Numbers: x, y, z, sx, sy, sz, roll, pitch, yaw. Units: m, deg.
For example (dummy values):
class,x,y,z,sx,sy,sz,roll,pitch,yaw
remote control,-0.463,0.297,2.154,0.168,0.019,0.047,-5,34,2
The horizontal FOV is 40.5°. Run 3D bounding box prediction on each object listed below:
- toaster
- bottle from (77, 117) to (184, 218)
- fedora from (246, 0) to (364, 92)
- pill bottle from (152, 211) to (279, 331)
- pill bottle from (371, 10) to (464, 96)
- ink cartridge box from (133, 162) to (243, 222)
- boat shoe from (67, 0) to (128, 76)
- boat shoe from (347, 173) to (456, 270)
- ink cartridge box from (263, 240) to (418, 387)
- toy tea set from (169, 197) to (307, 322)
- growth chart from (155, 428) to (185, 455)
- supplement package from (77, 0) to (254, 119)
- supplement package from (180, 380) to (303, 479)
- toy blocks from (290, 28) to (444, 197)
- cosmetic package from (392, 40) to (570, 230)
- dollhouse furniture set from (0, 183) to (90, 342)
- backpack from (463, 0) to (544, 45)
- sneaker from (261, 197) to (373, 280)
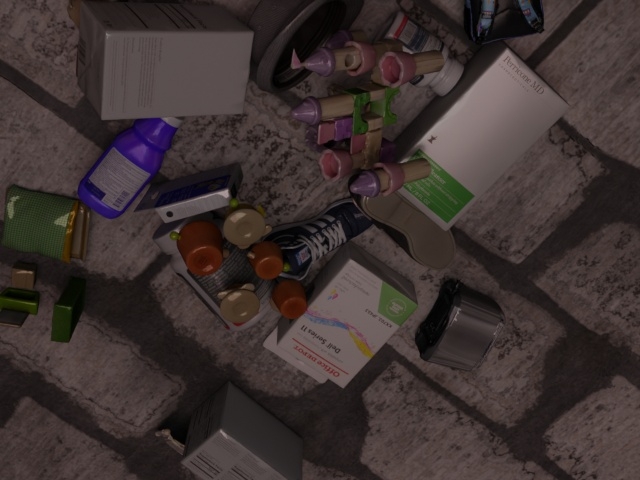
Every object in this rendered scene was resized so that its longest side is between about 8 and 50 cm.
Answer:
class,x,y,z,sx,sy,sz,roll,pitch,yaw
toaster,0.333,0.200,2.040,0.147,0.129,0.226,21,110,-14
bottle,-0.405,-0.178,1.877,0.118,0.092,0.283,37,108,-16
fedora,-0.054,-0.430,1.729,0.124,0.244,0.275,45,113,13
pill bottle,-0.232,0.055,1.946,0.161,0.161,0.283,-34,110,13
pill bottle,0.201,-0.380,1.788,0.180,0.108,0.108,33,109,-14
ink cartridge box,-0.277,-0.099,1.853,0.208,0.206,0.045,-13,110,6
boat shoe,-0.450,-0.463,1.737,0.117,0.123,0.324,5,112,-1
boat shoe,0.186,-0.049,1.936,0.112,0.095,0.335,-50,128,4
ink cartridge box,0.038,0.200,2.037,0.207,0.119,0.353,34,109,-15
toy tea set,-0.162,0.051,1.834,0.200,0.124,0.336,-28,125,3
growth chart,-0.319,0.543,2.178,0.237,0.172,0.021,42,67,-15
supplement package,-0.304,-0.353,1.686,0.293,0.175,0.177,-7,124,-29
supplement package,-0.184,0.514,2.127,0.145,0.204,0.262,-42,108,17
toy blocks,0.035,-0.250,1.676,0.260,0.309,0.288,-18,124,-34
cosmetic package,0.316,-0.228,1.833,0.197,0.155,0.365,37,110,-14
dollhouse furniture set,-0.633,0.051,1.944,0.198,0.151,0.301,10,113,-5
backpack,0.359,-0.494,1.734,0.158,0.117,0.173,-11,114,4
sneaker,0.000,0.000,1.928,0.282,0.153,0.099,-20,113,7
